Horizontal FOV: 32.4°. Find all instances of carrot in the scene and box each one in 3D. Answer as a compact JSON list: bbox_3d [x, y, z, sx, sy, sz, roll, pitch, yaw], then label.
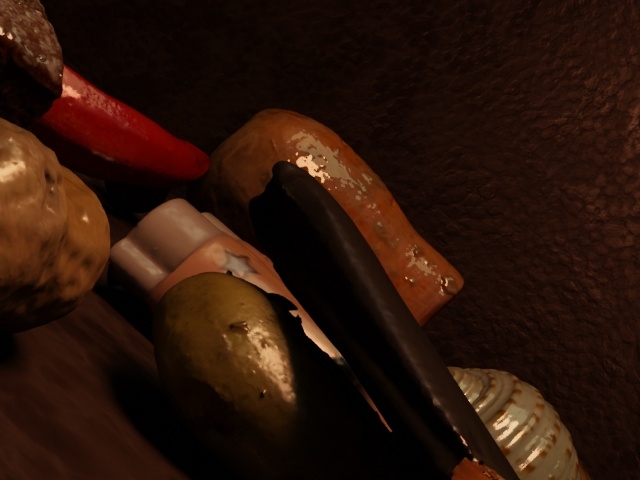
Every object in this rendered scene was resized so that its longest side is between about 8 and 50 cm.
[{"bbox_3d":[0.000,0.000,1.382,0.341,0.224,0.224,46,1,-4],"label":"carrot"}]

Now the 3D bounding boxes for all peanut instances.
[{"bbox_3d":[-0.142,-0.002,0.430,0.099,0.099,0.214,40,-4,11],"label":"peanut"}]

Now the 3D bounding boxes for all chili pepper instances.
[{"bbox_3d":[-0.244,-0.122,1.037,0.368,0.092,0.137,35,10,-34],"label":"chili pepper"}]

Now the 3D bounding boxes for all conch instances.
[{"bbox_3d":[0.149,0.181,0.925,0.200,0.131,0.172,41,-18,-12],"label":"conch"}]

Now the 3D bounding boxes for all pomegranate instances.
[{"bbox_3d":[-0.189,-0.070,1.176,0.073,0.084,0.073,34,-2,1],"label":"pomegranate"}]

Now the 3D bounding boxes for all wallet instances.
[{"bbox_3d":[0.047,0.073,0.579,0.168,0.052,0.245,50,4,-42],"label":"wallet"}]

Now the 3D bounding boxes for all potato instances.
[{"bbox_3d":[-0.019,0.093,0.566,0.188,0.085,0.105,44,20,7],"label":"potato"}]

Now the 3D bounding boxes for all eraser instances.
[{"bbox_3d":[-0.008,0.095,0.779,0.290,0.087,0.171,41,0,11],"label":"eraser"}]

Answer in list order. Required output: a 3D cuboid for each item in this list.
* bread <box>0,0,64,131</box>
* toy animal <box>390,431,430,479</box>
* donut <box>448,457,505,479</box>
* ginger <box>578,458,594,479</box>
[{"bbox_3d":[-0.324,-0.233,0.851,0.165,0.113,0.416,23,24,-42],"label":"bread"},{"bbox_3d":[0.007,0.128,0.633,0.159,0.070,0.083,35,39,6],"label":"toy animal"},{"bbox_3d":[0.118,0.197,0.347,0.277,0.108,0.277,39,1,-1],"label":"donut"},{"bbox_3d":[0.220,0.259,1.217,0.109,0.116,0.263,-14,-32,38],"label":"ginger"}]
